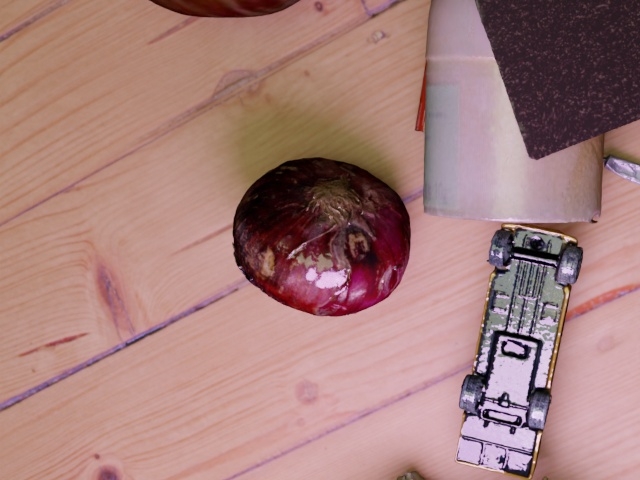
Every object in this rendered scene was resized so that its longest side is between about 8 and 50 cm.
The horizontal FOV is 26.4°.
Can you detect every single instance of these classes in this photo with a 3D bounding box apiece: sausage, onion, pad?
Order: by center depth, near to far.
[{"bbox_3d":[0.368,-0.253,1.647,0.330,0.004,0.220,-20,99,-4],"label":"pad"},{"bbox_3d":[0.000,0.000,1.857,0.246,0.246,0.190,24,127,12],"label":"onion"},{"bbox_3d":[0.157,-0.213,1.891,0.034,0.034,0.129,11,98,14],"label":"sausage"}]

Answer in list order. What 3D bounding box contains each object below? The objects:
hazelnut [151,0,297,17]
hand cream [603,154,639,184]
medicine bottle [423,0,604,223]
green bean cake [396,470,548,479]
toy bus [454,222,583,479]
[{"bbox_3d":[-0.124,-0.496,1.780,0.429,0.402,0.402,-13,92,24],"label":"hazelnut"},{"bbox_3d":[0.423,-0.091,1.840,0.093,0.019,0.030,24,102,9],"label":"hand cream"},{"bbox_3d":[0.252,-0.231,1.758,0.236,0.236,0.406,3,96,15],"label":"medicine bottle"},{"bbox_3d":[0.213,0.418,1.831,0.310,0.202,0.285,-42,78,41],"label":"green bean cake"},{"bbox_3d":[0.269,0.145,1.847,0.121,0.123,0.335,12,98,15],"label":"toy bus"}]
